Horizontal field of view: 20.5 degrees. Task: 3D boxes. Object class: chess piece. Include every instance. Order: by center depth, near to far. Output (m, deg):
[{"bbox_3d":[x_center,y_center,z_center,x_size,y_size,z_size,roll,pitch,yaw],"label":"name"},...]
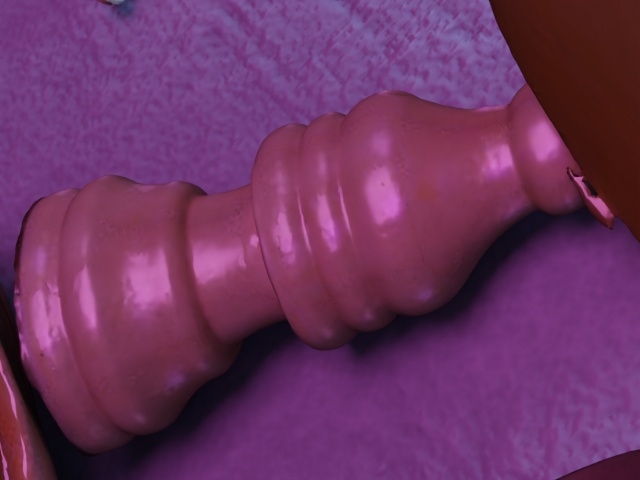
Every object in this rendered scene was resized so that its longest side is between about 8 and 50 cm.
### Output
[{"bbox_3d":[0.000,0.000,0.912,0.307,0.124,0.139,-18,29,19],"label":"chess piece"}]

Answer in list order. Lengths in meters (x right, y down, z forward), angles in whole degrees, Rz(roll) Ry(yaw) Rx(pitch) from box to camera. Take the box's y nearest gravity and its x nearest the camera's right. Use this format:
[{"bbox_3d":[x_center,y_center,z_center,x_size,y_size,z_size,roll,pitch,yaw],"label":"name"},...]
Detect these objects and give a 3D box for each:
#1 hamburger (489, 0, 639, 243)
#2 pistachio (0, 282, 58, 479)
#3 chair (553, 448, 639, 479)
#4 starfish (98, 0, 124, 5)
[{"bbox_3d":[0.191,-0.108,0.745,0.186,0.261,0.302,-36,53,-11],"label":"hamburger"},{"bbox_3d":[-0.260,0.092,0.951,0.321,0.229,0.238,53,140,32],"label":"pistachio"},{"bbox_3d":[0.092,0.223,0.693,0.176,0.183,0.326,-30,55,22],"label":"chair"},{"bbox_3d":[-0.102,-0.245,1.120,0.150,0.053,0.209,13,76,39],"label":"starfish"}]
